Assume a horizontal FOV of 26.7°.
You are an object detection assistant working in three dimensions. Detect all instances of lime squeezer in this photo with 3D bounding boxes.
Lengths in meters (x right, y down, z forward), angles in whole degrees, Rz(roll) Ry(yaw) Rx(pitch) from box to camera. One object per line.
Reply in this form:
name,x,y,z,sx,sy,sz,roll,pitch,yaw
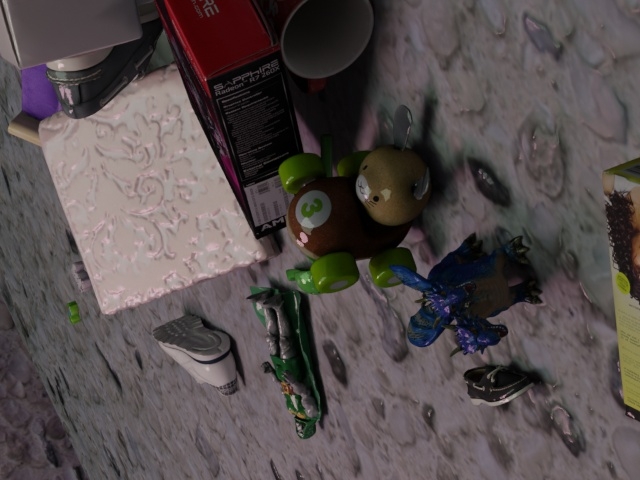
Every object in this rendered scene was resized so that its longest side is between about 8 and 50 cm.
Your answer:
lime squeezer,0.000,0.000,1.744,0.310,0.059,0.110,105,172,-54

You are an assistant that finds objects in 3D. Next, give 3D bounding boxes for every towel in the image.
towel,-0.241,-0.079,1.980,0.332,0.053,0.317,-18,92,30

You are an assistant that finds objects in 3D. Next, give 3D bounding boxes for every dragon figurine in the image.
dragon figurine,0.123,0.055,1.377,0.289,0.144,0.085,3,111,65

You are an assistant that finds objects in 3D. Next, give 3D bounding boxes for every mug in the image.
mug,-0.037,-0.256,1.511,0.169,0.113,0.150,53,125,42

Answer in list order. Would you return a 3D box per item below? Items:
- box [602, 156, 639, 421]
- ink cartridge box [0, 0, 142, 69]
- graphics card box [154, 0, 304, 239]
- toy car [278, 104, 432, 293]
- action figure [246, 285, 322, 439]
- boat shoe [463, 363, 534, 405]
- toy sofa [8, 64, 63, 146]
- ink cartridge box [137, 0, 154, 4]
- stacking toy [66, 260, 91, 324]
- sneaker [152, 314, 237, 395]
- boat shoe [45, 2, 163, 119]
box,0.290,0.050,1.118,0.087,0.058,0.232,26,132,58
ink cartridge box,-0.357,-0.335,1.743,0.233,0.171,0.168,32,137,60
graphics card box,-0.104,-0.186,1.548,0.371,0.094,0.232,75,168,-64
toy car,0.059,-0.055,1.458,0.188,0.149,0.155,-48,53,52
action figure,-0.045,0.184,1.964,0.137,0.063,0.232,13,123,59
boat shoe,0.188,0.151,1.442,0.038,0.046,0.125,65,165,0
toy sofa,-0.426,-0.291,2.174,0.150,0.177,0.362,23,137,10
ink cartridge box,-0.230,-0.436,1.773,0.078,0.134,0.231,29,133,58
stacking toy,-0.370,0.079,2.452,0.052,0.167,0.221,61,154,20
sneaker,-0.215,0.196,2.318,0.235,0.090,0.094,27,142,60
boat shoe,-0.295,-0.263,1.900,0.319,0.116,0.099,-61,-31,-61
